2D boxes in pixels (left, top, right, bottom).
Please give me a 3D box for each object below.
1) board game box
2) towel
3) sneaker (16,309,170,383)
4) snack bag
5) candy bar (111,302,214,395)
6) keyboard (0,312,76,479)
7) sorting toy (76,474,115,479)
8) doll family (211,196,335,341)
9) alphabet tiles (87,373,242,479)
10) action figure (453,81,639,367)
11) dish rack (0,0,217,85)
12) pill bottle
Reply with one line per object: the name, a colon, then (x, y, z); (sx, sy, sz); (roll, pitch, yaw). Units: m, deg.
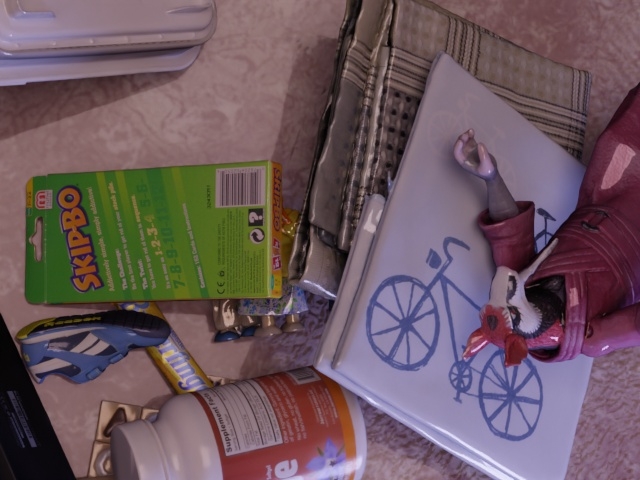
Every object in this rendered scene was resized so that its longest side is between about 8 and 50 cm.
board game box: (-0.158, -0.005, 1.640); (0.259, 0.039, 0.124); (-2, 84, 22)
towel: (0.128, -0.063, 1.689); (0.324, 0.056, 0.312); (18, 80, -35)
sneaker: (-0.210, 0.100, 1.662); (0.144, 0.053, 0.059); (-6, 102, 6)
snack bag: (0.156, 0.032, 1.663); (0.323, 0.037, 0.342); (33, 66, -35)
candy bar: (-0.142, 0.110, 1.692); (0.040, 0.018, 0.161); (-34, 88, -14)
keyboard: (-0.291, 0.163, 1.557); (0.033, 0.201, 0.317); (-30, 78, 13)
sorting toy: (-0.150, 0.330, 1.655); (0.307, 0.041, 0.229); (-5, 86, -12)
doll family: (0.000, 0.000, 1.685); (0.263, 0.118, 0.163); (-8, 88, -13)
alphabet tiles: (-0.103, 0.230, 1.700); (0.237, 0.009, 0.198); (11, 83, -11)
action figure: (0.257, 0.010, 1.654); (0.370, 0.276, 0.248); (-38, 64, -24)
dish rack: (-0.225, -0.291, 1.601); (0.333, 0.072, 0.285); (-11, 85, -50)
pill bottle: (-0.076, 0.191, 1.627); (0.216, 0.121, 0.121); (-11, 87, -21)
